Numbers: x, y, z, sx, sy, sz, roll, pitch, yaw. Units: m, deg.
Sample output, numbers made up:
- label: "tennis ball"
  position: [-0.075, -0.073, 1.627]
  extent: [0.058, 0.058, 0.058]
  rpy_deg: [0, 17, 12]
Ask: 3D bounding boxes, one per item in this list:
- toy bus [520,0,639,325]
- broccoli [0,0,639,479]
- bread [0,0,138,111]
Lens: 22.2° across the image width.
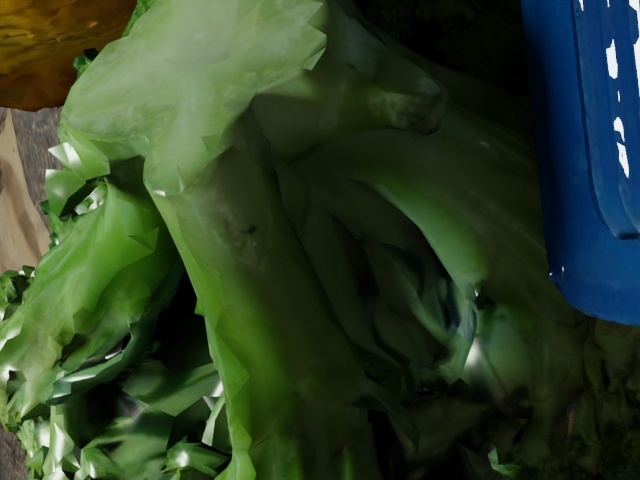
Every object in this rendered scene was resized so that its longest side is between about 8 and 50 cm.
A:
- label: "toy bus"
  position: [0.140, -0.129, 0.407]
  extent: [0.138, 0.175, 0.287]
  rpy_deg: [-5, 91, 64]
- label: "broccoli"
  position: [0.000, 0.000, 0.528]
  extent: [0.245, 0.265, 0.294]
  rpy_deg: [66, -156, -52]
- label: "bread"
  position: [-0.163, -0.267, 0.830]
  extent: [0.215, 0.398, 0.398]
  rpy_deg: [-9, 88, 59]
